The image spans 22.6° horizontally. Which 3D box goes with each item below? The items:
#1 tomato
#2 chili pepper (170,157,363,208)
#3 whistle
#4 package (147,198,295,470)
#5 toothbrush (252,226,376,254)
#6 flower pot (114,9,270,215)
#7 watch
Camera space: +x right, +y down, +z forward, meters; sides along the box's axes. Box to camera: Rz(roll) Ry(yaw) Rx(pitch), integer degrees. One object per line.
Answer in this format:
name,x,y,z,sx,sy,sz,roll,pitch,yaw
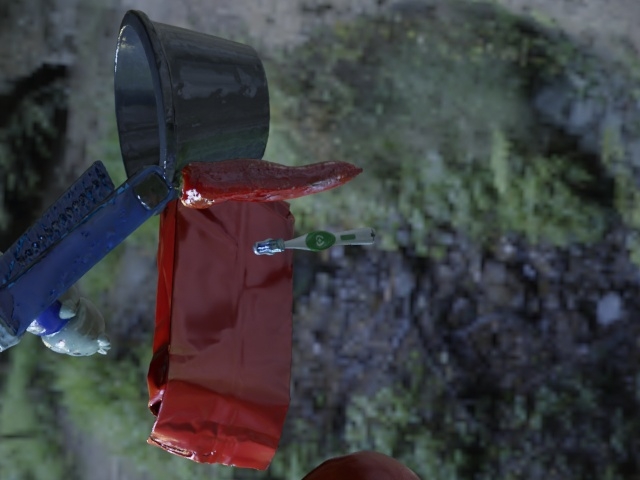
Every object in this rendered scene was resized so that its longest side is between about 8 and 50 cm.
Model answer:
tomato,0.043,0.333,1.790,0.136,0.195,0.195,52,-169,-37
chili pepper,-0.079,-0.063,1.793,0.050,0.268,0.059,-112,22,-59
whistle,-0.389,0.094,2.269,0.110,0.244,0.092,0,55,50
package,-0.139,0.100,2.261,0.123,0.196,0.424,132,145,-59
toothbrush,-0.002,0.000,2.216,0.030,0.304,0.030,2,94,31
flower pot,-0.164,-0.172,2.076,0.269,0.166,0.269,172,90,-72
watch,-0.305,0.011,1.748,0.274,0.068,0.276,-45,16,-14
